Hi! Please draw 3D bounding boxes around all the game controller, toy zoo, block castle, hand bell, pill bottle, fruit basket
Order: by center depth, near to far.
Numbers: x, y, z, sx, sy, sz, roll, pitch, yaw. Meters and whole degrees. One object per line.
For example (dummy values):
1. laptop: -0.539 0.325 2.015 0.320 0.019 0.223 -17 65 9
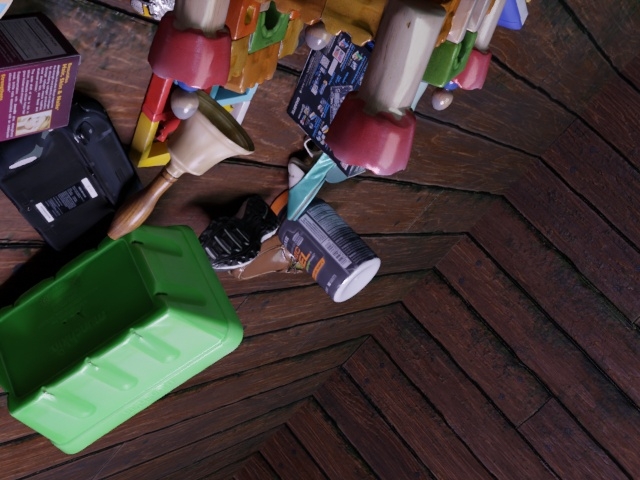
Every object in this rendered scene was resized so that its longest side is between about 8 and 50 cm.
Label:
1. block castle: 0.031 -0.241 0.910 0.453 0.302 0.213 -46 158 -57
2. game controller: -0.343 -0.078 1.082 0.166 0.067 0.319 -23 157 -9
3. hand bell: -0.221 -0.089 1.093 0.242 0.126 0.126 -43 161 14
4. toy zoo: -0.176 -0.209 1.140 0.192 0.030 0.293 -23 153 -43
5. fruit basket: -0.319 0.149 1.291 0.391 0.283 0.392 -25 155 -12
6. pill bottle: 0.000 0.000 1.606 0.130 0.246 0.130 -37 159 -17

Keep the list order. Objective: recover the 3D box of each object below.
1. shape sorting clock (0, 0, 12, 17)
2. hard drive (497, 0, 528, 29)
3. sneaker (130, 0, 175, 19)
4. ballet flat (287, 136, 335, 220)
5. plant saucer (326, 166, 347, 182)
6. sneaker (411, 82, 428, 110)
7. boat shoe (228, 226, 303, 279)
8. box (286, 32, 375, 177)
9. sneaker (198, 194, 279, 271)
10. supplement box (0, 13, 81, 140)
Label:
1. shape sorting clock: -0.352 -0.247 0.662 0.206 0.040 0.206 -37 150 -26
2. hard drive: 0.185 -0.414 1.129 0.040 0.210 0.318 -65 159 3
3. sneaker: -0.180 -0.293 0.865 0.092 0.088 0.225 -42 161 4
4. ballet flat: -0.010 -0.154 1.509 0.247 0.087 0.083 -50 -169 16
5. plant saucer: 0.072 -0.204 1.623 0.195 0.037 0.195 -36 161 -15
6. sneaker: 0.110 -0.297 1.436 0.255 0.094 0.151 6 118 -57
7. boat shoe: -0.066 0.019 1.734 0.307 0.104 0.111 -29 157 -33
8. box: 0.044 -0.241 1.279 0.051 0.175 0.220 -26 155 -40
9. sneaker: -0.166 0.005 1.451 0.108 0.100 0.271 -40 -178 25
10. supplement box: -0.360 -0.163 0.807 0.188 0.081 0.104 -24 154 -41
